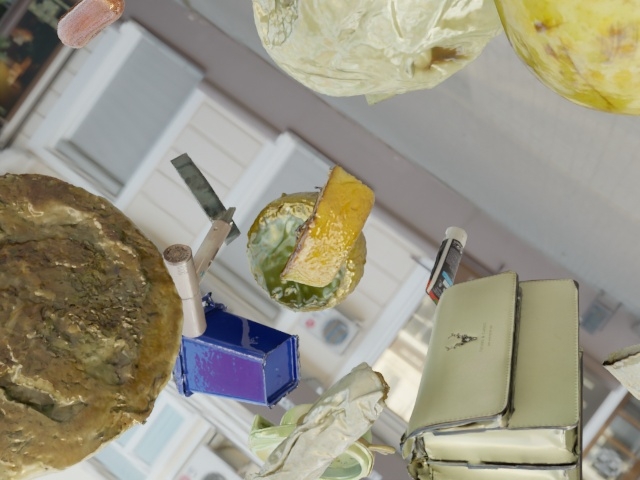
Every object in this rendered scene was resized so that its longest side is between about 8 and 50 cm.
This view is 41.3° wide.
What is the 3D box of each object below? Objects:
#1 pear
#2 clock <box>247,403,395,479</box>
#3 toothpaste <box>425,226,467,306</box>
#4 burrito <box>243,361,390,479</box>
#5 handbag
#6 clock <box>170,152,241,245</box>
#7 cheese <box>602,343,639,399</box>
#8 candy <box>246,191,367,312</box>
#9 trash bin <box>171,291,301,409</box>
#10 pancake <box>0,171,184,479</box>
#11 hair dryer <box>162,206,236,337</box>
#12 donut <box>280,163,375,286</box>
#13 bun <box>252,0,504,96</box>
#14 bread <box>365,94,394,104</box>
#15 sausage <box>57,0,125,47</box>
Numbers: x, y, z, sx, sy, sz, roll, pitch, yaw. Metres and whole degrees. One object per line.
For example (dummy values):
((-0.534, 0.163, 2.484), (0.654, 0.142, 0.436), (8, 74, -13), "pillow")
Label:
((0.269, -0.237, 0.680), (0.280, 0.281, 0.281), (36, -178, -1), "pear")
((0.012, 0.439, 1.840), (0.308, 0.096, 0.235), (-22, 129, 39), "clock")
((0.241, 0.051, 1.644), (0.045, 0.193, 0.071), (-15, 127, 37), "toothpaste")
((-0.032, 0.309, 1.226), (0.076, 0.392, 0.117), (39, -155, -5), "burrito")
((0.266, 0.202, 1.256), (0.358, 0.236, 0.160), (-63, -37, -57), "handbag")
((-0.240, -0.088, 1.780), (0.215, 0.042, 0.215), (55, 174, 8), "clock")
((0.466, 0.146, 1.054), (0.085, 0.034, 0.400), (46, 165, 8), "cheese")
((-0.028, 0.025, 1.761), (0.260, 0.260, 0.118), (37, -153, 11), "candy")
((-0.167, 0.218, 1.648), (0.234, 0.184, 0.162), (10, -156, 31), "trash bin")
((-0.307, 0.084, 0.846), (0.356, 0.356, 0.065), (37, 142, 18), "pancake")
((-0.212, 0.040, 1.575), (0.053, 0.220, 0.195), (13, 134, 16), "hair dryer")
((-0.003, 0.006, 1.435), (0.101, 0.152, 0.259), (27, 147, -5), "donut")
((0.099, -0.286, 0.999), (0.364, 0.364, 0.202), (32, -142, -69), "bun")
((0.150, -0.329, 1.709), (0.064, 0.117, 0.156), (52, 157, -7), "bread")
((-0.477, -0.462, 1.754), (0.077, 0.194, 0.077), (26, -128, -39), "sausage")
